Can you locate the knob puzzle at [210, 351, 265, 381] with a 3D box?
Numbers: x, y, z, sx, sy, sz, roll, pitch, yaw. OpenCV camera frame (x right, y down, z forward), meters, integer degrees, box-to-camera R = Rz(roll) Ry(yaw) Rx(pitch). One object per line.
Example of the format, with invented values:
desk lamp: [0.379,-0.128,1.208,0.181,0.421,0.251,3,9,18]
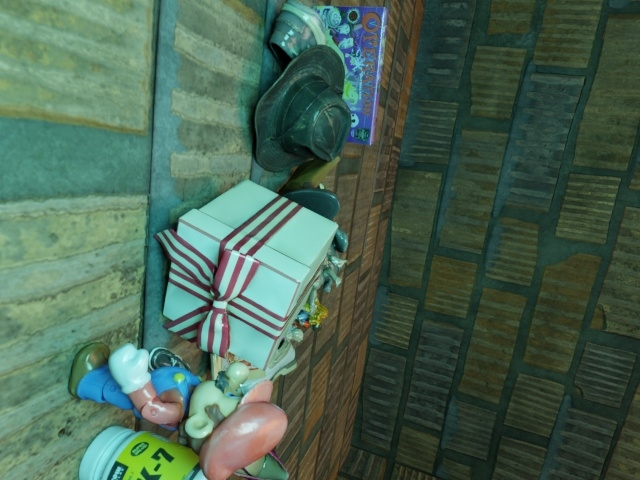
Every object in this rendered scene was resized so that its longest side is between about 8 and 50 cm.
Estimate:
knob puzzle: [-0.204,0.242,1.016,0.213,0.029,0.214,23,62,-52]

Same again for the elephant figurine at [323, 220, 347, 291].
elephant figurine: [0.000,0.000,1.327,0.169,0.185,0.240,-38,143,-54]

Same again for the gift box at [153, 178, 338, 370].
gift box: [-0.152,0.060,0.786,0.258,0.276,0.255,-55,164,-58]

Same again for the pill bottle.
pill bottle: [-0.271,0.385,0.675,0.119,0.208,0.119,12,90,-72]

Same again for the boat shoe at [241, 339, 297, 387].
boat shoe: [-0.167,0.340,1.154,0.302,0.113,0.104,-5,85,-69]

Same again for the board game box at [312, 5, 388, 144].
board game box: [0.068,-0.456,1.167,0.056,0.207,0.347,-44,142,-60]

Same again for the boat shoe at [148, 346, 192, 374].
boat shoe: [-0.288,0.243,0.808,0.125,0.038,0.046,77,30,-53]

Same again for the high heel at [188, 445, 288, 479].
high heel: [-0.191,0.526,1.048,0.377,0.181,0.127,73,34,-56]

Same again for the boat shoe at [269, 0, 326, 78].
boat shoe: [-0.046,-0.411,1.030,0.130,0.132,0.355,-52,155,-7]

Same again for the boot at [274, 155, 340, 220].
boot: [-0.014,-0.130,1.038,0.096,0.264,0.280,58,43,-18]

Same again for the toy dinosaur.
toy dinosaur: [-0.044,0.069,1.184,0.127,0.200,0.296,-22,132,-42]

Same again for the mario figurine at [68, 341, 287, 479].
mario figurine: [-0.193,0.213,0.622,0.198,0.320,0.170,-30,130,-67]

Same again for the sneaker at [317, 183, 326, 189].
sneaker: [-0.058,-0.098,1.259,0.097,0.084,0.235,48,51,-44]

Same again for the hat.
hat: [-0.007,-0.269,0.983,0.331,0.134,0.331,-44,161,-20]

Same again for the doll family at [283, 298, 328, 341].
doll family: [-0.066,0.222,1.262,0.263,0.163,0.119,4,97,-72]
